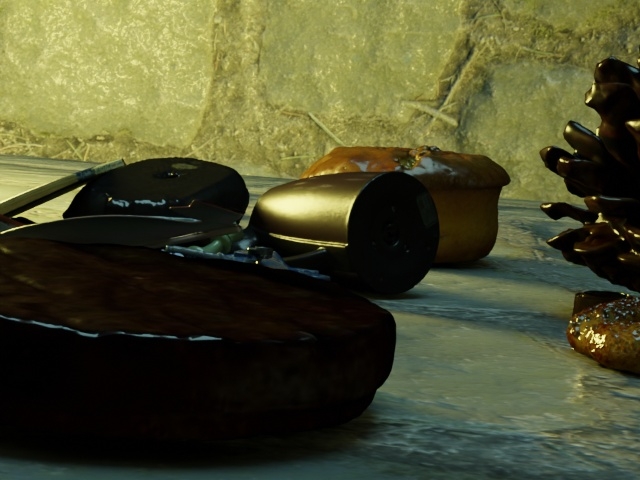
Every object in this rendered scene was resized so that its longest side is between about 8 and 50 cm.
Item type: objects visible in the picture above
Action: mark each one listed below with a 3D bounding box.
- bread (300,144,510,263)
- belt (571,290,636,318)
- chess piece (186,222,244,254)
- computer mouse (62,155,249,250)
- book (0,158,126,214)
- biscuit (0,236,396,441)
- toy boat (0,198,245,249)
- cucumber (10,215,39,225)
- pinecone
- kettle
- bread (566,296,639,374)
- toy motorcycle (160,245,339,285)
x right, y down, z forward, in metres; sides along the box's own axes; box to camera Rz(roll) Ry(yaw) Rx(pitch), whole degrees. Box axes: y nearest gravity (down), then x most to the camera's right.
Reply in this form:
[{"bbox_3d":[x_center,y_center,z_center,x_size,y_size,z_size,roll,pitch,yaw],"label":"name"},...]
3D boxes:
[{"bbox_3d":[0.126,-0.056,2.030,0.312,0.172,0.312,0,5,0],"label":"bread"},{"bbox_3d":[0.325,0.076,1.550,0.083,0.036,0.059,2,8,-29],"label":"belt"},{"bbox_3d":[-0.123,0.007,1.621,0.042,0.042,0.093,9,37,34],"label":"chess piece"},{"bbox_3d":[-0.200,-0.031,1.741,0.183,0.116,0.323,4,13,16],"label":"computer mouse"},{"bbox_3d":[-0.374,-0.048,1.724,0.228,0.018,0.322,-24,5,3],"label":"book"},{"bbox_3d":[-0.149,0.069,0.998,0.407,0.091,0.407,7,5,-1],"label":"biscuit"},{"bbox_3d":[-0.227,0.006,1.233,0.219,0.072,0.318,10,-17,-32],"label":"toy boat"},{"bbox_3d":[-0.324,0.008,1.558,0.058,0.058,0.187,2,7,-24],"label":"cucumber"},{"bbox_3d":[0.445,-0.075,1.567,0.398,0.397,0.398,5,6,-1],"label":"pinecone"},{"bbox_3d":[0.000,0.000,1.662,0.202,0.144,0.232,-37,23,-32],"label":"kettle"},{"bbox_3d":[0.333,0.091,1.313,0.193,0.064,0.193,2,8,0],"label":"bread"},{"bbox_3d":[-0.080,0.040,1.390,0.205,0.076,0.114,5,3,-42],"label":"toy motorcycle"}]
